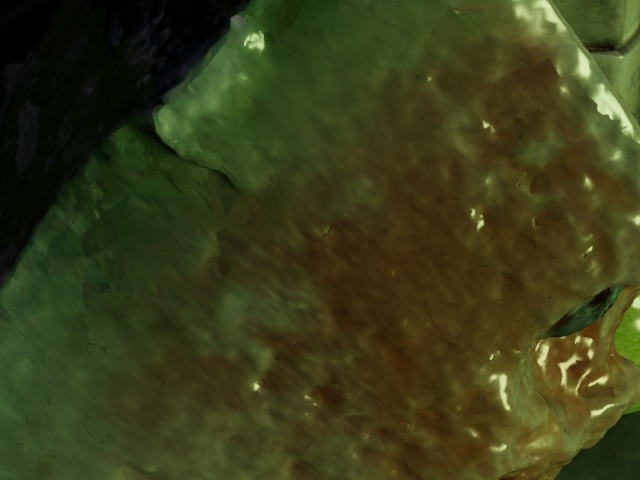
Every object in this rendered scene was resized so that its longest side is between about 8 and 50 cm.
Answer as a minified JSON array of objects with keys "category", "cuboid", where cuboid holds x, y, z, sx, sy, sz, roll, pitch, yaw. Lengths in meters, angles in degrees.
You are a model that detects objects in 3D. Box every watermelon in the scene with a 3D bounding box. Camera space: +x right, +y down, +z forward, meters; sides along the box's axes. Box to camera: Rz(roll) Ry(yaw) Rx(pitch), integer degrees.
[{"category":"watermelon","cuboid":[-0.008,-0.002,0.475,0.302,0.264,0.151,40,14,4]}]

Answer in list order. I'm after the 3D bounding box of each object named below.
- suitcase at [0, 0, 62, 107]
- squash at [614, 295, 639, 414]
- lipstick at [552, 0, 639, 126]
[{"category":"suitcase","cuboid":[-0.093,-0.212,0.714,0.434,0.194,0.283,-19,28,41]},{"category":"squash","cuboid":[0.017,-0.009,0.673,0.371,0.118,0.118,20,47,25]},{"category":"lipstick","cuboid":[0.134,-0.115,0.683,0.077,0.252,0.079,17,47,20]}]
